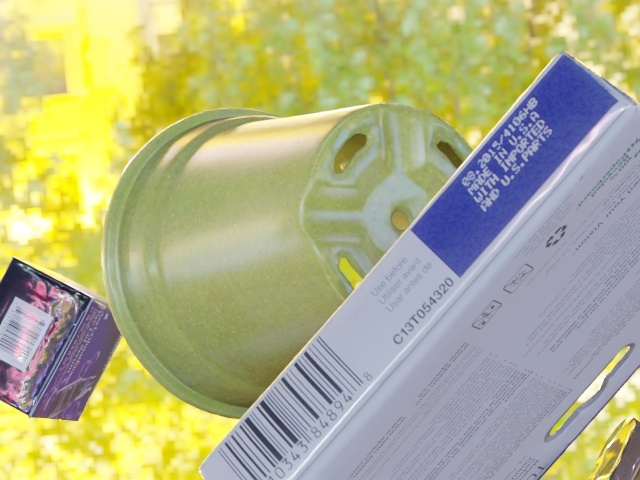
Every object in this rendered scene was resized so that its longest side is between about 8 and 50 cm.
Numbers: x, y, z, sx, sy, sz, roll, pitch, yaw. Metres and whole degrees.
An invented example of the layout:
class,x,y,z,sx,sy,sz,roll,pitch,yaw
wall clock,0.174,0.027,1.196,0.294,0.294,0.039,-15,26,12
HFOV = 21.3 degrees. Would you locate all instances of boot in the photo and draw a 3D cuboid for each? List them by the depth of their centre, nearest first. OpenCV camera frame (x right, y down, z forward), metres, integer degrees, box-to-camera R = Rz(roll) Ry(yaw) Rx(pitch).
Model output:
class,x,y,z,sx,sy,sz,roll,pitch,yaw
boot,0.321,0.353,1.864,0.115,0.305,0.112,32,-13,-6

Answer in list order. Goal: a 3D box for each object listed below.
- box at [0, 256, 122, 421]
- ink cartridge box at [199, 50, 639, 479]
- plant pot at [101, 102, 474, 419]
class,x,y,z,sx,sy,sz,roll,pitch,yaw
box,-0.315,0.117,1.956,0.108,0.153,0.207,27,-2,10
ink cartridge box,0.116,0.063,1.086,0.324,0.071,0.330,-50,-26,7
plant pot,0.000,0.000,1.378,0.276,0.276,0.254,-3,-8,-32
